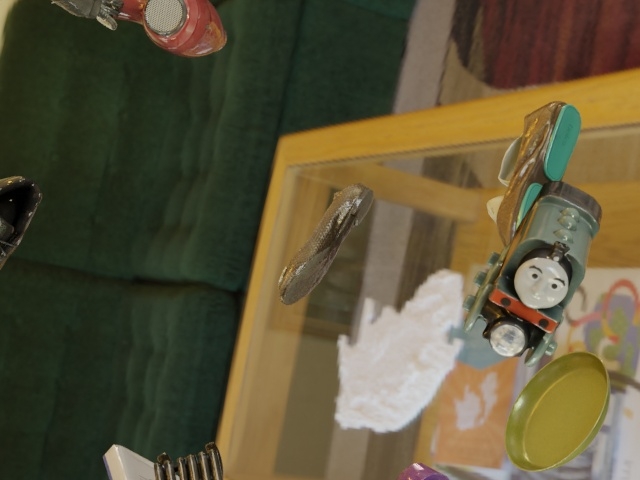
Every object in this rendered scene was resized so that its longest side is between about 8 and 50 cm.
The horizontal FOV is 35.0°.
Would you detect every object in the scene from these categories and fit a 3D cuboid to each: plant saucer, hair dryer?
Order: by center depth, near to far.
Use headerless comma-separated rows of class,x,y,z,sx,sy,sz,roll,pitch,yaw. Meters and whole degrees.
hair dryer,-0.221,-0.286,1.203,0.223,0.293,0.080,35,104,48
plant saucer,0.422,0.306,1.783,0.241,0.037,0.241,-46,19,21

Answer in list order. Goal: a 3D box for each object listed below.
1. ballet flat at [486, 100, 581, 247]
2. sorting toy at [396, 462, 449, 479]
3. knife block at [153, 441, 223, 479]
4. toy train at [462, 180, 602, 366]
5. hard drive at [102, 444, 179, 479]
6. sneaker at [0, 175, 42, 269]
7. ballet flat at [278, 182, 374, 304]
ballet flat,0.365,-0.097,1.810,0.124,0.116,0.342,-4,61,47
sorting toy,0.066,0.446,1.197,0.365,0.127,0.126,-57,34,-2
knife block,-0.134,0.387,1.216,0.242,0.088,0.275,118,139,-82
toy train,0.308,0.040,1.438,0.190,0.142,0.334,-65,-9,26
hard drive,-0.221,0.464,1.580,0.040,0.210,0.318,-48,33,5
sneaker,-0.451,0.019,1.285,0.130,0.109,0.286,-20,39,40
ballet flat,0.000,0.000,1.677,0.250,0.058,0.084,-54,-22,-18
